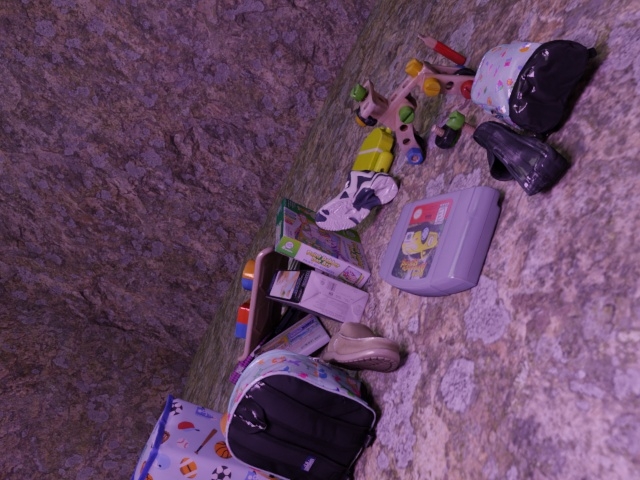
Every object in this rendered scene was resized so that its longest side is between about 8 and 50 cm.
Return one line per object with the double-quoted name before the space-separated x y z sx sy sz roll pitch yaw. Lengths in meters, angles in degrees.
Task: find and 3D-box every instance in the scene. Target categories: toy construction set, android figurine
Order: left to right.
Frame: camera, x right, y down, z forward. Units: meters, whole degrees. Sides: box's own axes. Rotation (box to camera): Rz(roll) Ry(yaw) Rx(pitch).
"android figurine" 0.152 -0.233 1.405 0.273 0.056 0.248 -67 15 -1
"toy construction set" 0.211 -0.365 1.067 0.257 0.237 0.309 -35 34 61

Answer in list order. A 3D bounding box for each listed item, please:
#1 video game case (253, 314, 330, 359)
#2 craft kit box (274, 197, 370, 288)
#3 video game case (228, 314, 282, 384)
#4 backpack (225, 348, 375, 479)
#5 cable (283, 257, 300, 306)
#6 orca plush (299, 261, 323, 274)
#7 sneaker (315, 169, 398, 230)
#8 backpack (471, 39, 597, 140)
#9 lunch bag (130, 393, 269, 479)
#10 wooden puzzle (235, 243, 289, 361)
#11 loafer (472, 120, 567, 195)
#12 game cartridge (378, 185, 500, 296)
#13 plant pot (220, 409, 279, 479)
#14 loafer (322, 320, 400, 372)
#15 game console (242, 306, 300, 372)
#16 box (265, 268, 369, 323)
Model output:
"video game case" -0.085 0.296 1.263 0.212 0.023 0.193 -33 15 -6
"craft kit box" 0.000 0.000 1.210 0.061 0.246 0.250 -56 18 21
"video game case" -0.237 0.390 1.644 0.210 0.041 0.232 -55 -2 -46
"backpack" -0.049 0.331 0.868 0.225 0.253 0.191 -64 16 9
"cable" -0.118 0.123 1.695 0.257 0.089 0.257 -68 12 -15
"orca plush" -0.031 0.032 1.529 0.151 0.102 0.287 -27 41 66
"sneaker" 0.086 -0.121 1.245 0.235 0.094 0.153 -35 24 7
"backpack" 0.332 -0.259 0.746 0.182 0.115 0.152 -101 35 -68
"lunch bag" -0.330 0.643 1.193 0.239 0.327 0.386 -102 36 -69
"wooden puzzle" -0.177 0.157 1.405 0.322 0.080 0.348 -35 -41 -76
"loafer" 0.301 -0.137 0.735 0.078 0.076 0.223 -53 23 17
"game cartridge" 0.210 0.010 0.869 0.294 0.060 0.196 170 119 -71
"plant pot" -0.094 0.408 1.056 0.188 0.205 0.205 -50 15 -4
"loafer" 0.075 0.211 0.919 0.268 0.101 0.092 148 138 -64
"game console" -0.118 0.270 1.449 0.361 0.044 0.213 -56 -5 20
"box" -0.018 0.144 1.183 0.290 0.169 0.087 -6 62 67
